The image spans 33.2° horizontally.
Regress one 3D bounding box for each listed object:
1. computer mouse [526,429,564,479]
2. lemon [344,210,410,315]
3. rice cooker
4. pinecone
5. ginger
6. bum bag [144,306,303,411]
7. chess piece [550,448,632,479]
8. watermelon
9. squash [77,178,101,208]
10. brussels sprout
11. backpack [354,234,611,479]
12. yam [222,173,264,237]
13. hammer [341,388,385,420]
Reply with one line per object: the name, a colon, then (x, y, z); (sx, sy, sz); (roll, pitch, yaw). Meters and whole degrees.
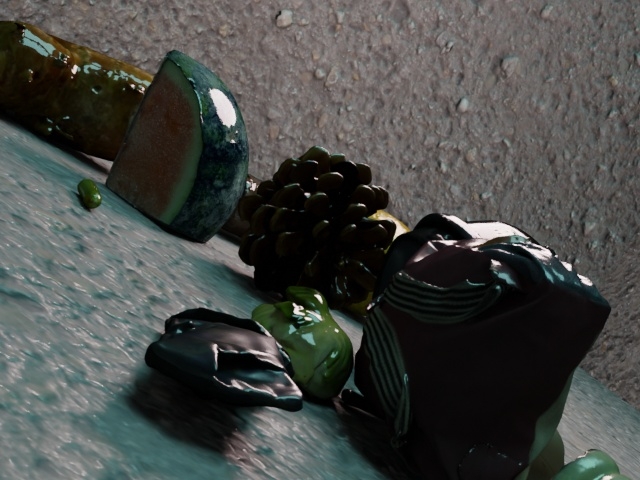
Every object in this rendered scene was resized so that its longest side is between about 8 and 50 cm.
computer mouse: (0.247, 0.241, 1.408); (0.145, 0.082, 0.236); (37, -7, 41)
lemon: (0.093, 0.042, 1.985); (0.192, 0.192, 0.231); (26, 24, -49)
rice cooker: (0.218, 0.094, 1.539); (0.224, 0.267, 0.267); (-1, 21, -26)
pinecone: (-0.002, -0.007, 1.637); (0.264, 0.264, 0.264); (32, 5, -3)
ginger: (-0.429, -0.250, 1.809); (0.418, 0.176, 0.254); (26, 10, -9)
bum bag: (-0.086, 0.111, 0.976); (0.137, 0.074, 0.310); (20, 1, -5)
chess piece: (0.334, 0.338, 1.089); (0.243, 0.133, 0.133); (42, 10, 37)
watermelon: (-0.238, -0.146, 1.709); (0.226, 0.318, 0.148); (-8, 5, 9)
squash: (-0.319, -0.063, 1.491); (0.027, 0.027, 0.083); (29, 7, -26)
brussels sprout: (-0.015, 0.120, 1.246); (0.139, 0.100, 0.181); (51, -7, -4)
backpack: (0.147, 0.111, 1.191); (0.197, 0.283, 0.317); (25, 8, -27)
yam: (-0.084, -0.035, 2.035); (0.280, 0.131, 0.131); (29, 6, -43)
hammer: (0.124, 0.233, 1.328); (0.246, 0.029, 0.103); (28, 7, -23)
